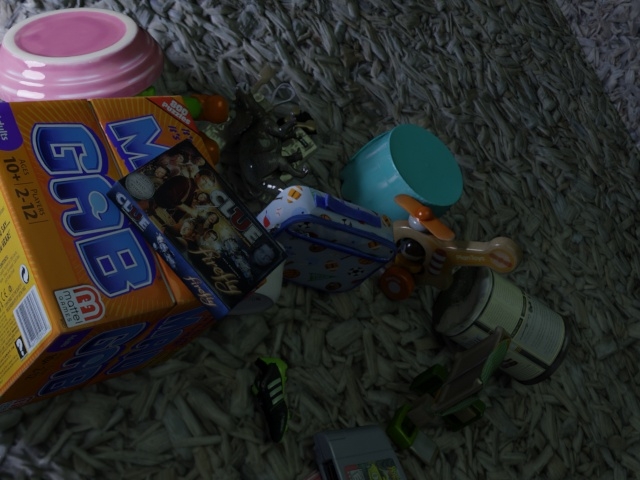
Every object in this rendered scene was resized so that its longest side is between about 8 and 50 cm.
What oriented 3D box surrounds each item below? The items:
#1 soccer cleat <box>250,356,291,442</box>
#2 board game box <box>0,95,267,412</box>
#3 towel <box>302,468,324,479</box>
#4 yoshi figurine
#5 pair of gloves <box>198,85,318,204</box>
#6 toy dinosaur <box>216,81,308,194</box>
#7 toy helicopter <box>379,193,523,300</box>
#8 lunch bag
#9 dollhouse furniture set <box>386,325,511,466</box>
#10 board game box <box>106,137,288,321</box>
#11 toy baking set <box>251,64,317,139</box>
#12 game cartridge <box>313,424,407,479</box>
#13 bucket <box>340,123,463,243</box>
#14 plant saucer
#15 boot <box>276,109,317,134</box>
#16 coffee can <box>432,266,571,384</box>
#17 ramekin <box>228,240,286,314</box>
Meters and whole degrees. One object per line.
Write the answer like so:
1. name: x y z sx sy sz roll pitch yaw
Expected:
1. soccer cleat: -0.099 0.308 1.559 0.072 0.060 0.179 13 48 -21
2. board game box: -0.379 0.017 1.294 0.356 0.356 0.356 -13 72 -44
3. towel: 0.004 0.546 1.503 0.144 0.029 0.197 -24 80 -49
4. yoshi figurine: -0.351 -0.214 1.600 0.362 0.203 0.204 -5 73 -38
5. pair of gloves: -0.149 -0.224 1.842 0.240 0.042 0.204 41 67 -4
6. toy dinosaur: -0.120 -0.192 1.775 0.160 0.121 0.314 -12 88 -5
7. toy helicopter: 0.288 0.012 1.847 0.140 0.355 0.235 -45 128 -46
8. lunch bag: 0.000 0.000 1.705 0.303 0.243 0.115 16 53 -32
9. dollhouse furniture set: 0.311 0.341 1.691 0.151 0.301 0.197 44 41 -4
10. board game box: -0.178 -0.021 1.197 0.243 0.042 0.165 49 42 -4
11. toy baking set: -0.120 -0.298 1.931 0.196 0.030 0.256 -23 77 -31
12. game cartridge: 0.103 0.508 1.570 0.196 0.060 0.294 9 54 -50
13. bucket: 0.211 -0.147 2.022 0.281 0.183 0.281 21 51 -28
14. plant saucer: -0.471 -0.361 1.541 0.332 0.084 0.332 0 39 0
15. boot: -0.046 -0.265 1.991 0.099 0.045 0.121 -21 74 -46
16. coffee can: 0.444 0.203 1.968 0.275 0.201 0.202 32 46 -19
17. ramekin: -0.170 0.070 1.553 0.207 0.207 0.109 15 63 -32
